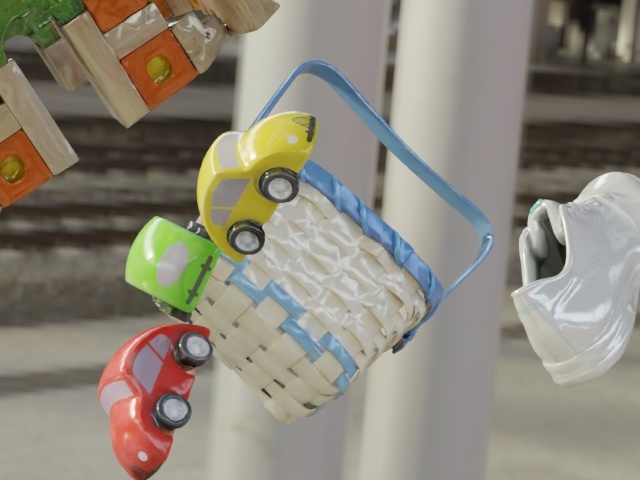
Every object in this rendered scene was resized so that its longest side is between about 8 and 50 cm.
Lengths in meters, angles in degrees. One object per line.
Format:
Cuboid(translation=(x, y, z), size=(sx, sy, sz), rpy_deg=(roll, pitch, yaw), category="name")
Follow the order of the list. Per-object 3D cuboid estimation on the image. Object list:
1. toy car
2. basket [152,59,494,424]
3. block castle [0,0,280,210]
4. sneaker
Cuboid(translation=(-0.088, 0.020, 1.184), size=(0.053, 0.239, 0.225), rpy_deg=(26, -2, -13), category="toy car")
Cuboid(translation=(0.000, 0.000, 1.745), size=(0.255, 0.289, 0.201), rpy_deg=(44, -27, -3), category="basket")
Cuboid(translation=(-0.291, -0.195, 1.753), size=(0.453, 0.213, 0.303), rpy_deg=(-35, 21, -10), category="block castle")
Cuboid(translation=(0.175, 0.000, 1.277), size=(0.080, 0.094, 0.212), rpy_deg=(-30, 20, 32), category="sneaker")
